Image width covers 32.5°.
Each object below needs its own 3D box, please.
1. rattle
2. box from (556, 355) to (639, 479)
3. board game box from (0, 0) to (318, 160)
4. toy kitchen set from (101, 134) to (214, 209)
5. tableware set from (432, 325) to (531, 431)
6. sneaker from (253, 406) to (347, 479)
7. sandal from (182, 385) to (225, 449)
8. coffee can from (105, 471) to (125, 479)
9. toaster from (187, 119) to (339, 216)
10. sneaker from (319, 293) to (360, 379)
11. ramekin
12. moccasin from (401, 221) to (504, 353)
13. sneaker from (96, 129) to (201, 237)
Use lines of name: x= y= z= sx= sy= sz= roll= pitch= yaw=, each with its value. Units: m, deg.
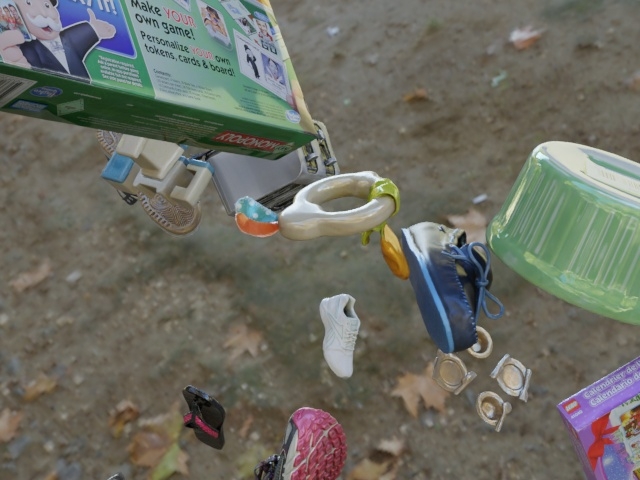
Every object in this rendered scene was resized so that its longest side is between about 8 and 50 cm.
rattle: x=0.000 y=0.000 z=1.329 sx=0.200 sy=0.142 sz=0.130 roll=-23 pitch=48 yaw=-18
box: x=0.455 y=0.277 z=1.491 sx=0.201 sy=0.293 sz=0.057 roll=-30 pitch=37 yaw=-2
board game box: x=-0.131 y=-0.169 z=0.699 sx=0.046 sy=0.317 sz=0.213 roll=-27 pitch=74 yaw=27
toy kitchen set: x=-0.257 y=-0.148 z=1.597 sx=0.207 sy=0.166 sz=0.122 roll=15 pitch=71 yaw=41
tableware set: x=0.257 y=0.211 z=1.729 sx=0.141 sy=0.169 sz=0.020 roll=-51 pitch=5 yaw=-36
sneaker: x=-0.044 y=0.344 z=1.597 sx=0.112 sy=0.299 sz=0.121 roll=36 pitch=50 yaw=25
sandal: x=-0.178 y=0.279 z=1.661 sx=0.067 sy=0.179 sz=0.040 roll=23 pitch=56 yaw=19
coffee can: x=-0.277 y=0.481 z=1.469 sx=0.201 sy=0.275 sz=0.201 roll=-35 pitch=-4 yaw=-3
toaster: x=-0.079 y=-0.113 z=1.711 sx=0.186 sy=0.110 sz=0.168 roll=-25 pitch=-10 yaw=19
sneaker: x=0.038 y=0.163 z=1.894 sx=0.061 sy=0.054 sz=0.152 roll=-23 pitch=64 yaw=35
ramekin: x=0.393 y=-0.019 z=1.500 sx=0.303 sy=0.303 sz=0.148 roll=52 pitch=128 yaw=56
moccasin: x=0.192 y=0.043 z=1.580 sx=0.117 sy=0.137 sz=0.342 roll=-9 pitch=27 yaw=0
sneaker: x=-0.296 y=-0.088 z=1.974 sx=0.099 sy=0.153 sz=0.282 roll=-33 pitch=64 yaw=-16
